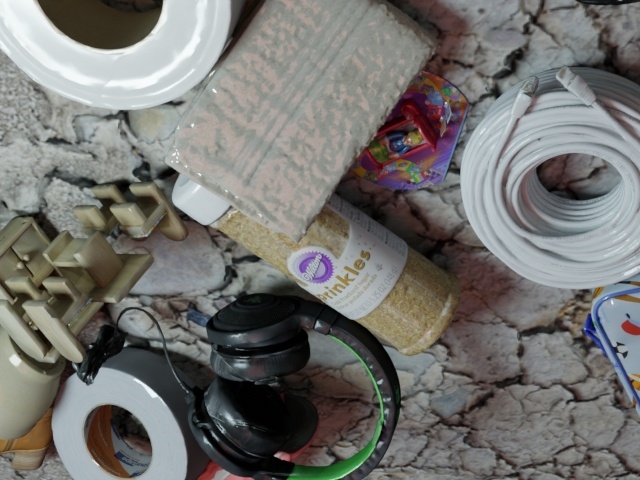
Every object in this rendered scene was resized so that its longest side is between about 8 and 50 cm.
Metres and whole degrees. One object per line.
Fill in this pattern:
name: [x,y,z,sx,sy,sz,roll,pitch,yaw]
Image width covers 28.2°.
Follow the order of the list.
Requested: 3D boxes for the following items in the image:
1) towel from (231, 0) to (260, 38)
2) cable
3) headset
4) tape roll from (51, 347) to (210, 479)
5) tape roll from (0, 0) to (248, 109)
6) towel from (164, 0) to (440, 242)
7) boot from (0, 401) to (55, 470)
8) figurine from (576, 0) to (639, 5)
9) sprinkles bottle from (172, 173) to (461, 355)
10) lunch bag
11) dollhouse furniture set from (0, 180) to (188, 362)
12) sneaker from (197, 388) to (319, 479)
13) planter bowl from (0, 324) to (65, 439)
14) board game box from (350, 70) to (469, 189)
towel: [-0.019,-0.217,1.389,0.237,0.021,0.102,35,126,-13]
cable: [0.284,-0.067,1.424,0.257,0.089,0.257,31,128,-10]
headset: [-0.100,0.184,1.581,0.394,0.185,0.243,18,110,9]
tape roll: [-0.258,0.260,1.737,0.219,0.072,0.219,9,111,24]
tape roll: [-0.217,-0.280,1.316,0.286,0.100,0.286,7,127,9]
towel: [-0.023,-0.152,1.364,0.187,0.049,0.282,34,102,-14]
boot: [-0.475,0.256,1.814,0.197,0.073,0.152,2,126,-23]
figurine: [0.365,-0.306,1.232,0.209,0.092,0.215,10,129,6]
sprinkles bottle: [0.000,0.000,1.511,0.355,0.121,0.121,34,126,-18]
lunch bag: [0.458,0.114,1.537,0.243,0.115,0.303,-15,124,26]
dollhouse furniture set: [-0.290,0.061,1.556,0.242,0.212,0.161,0,132,44]
sneaker: [-0.094,0.309,1.804,0.136,0.116,0.314,31,132,-33]
planter bowl: [-0.408,0.168,1.694,0.109,0.162,0.162,-38,115,23]
board game box: [0.091,-0.118,1.457,0.133,0.033,0.169,14,129,-3]
